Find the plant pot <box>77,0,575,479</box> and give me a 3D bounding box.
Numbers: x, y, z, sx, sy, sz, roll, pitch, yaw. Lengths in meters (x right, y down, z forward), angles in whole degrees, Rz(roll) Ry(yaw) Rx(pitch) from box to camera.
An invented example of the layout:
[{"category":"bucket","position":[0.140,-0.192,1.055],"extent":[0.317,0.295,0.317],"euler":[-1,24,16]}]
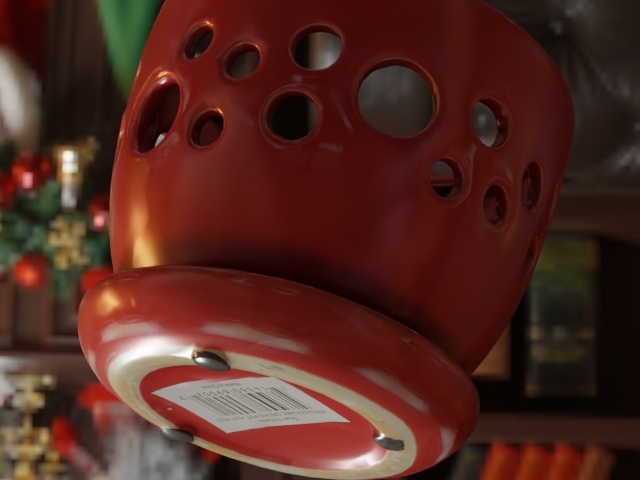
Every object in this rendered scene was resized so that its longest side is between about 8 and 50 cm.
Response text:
[{"category":"plant pot","position":[0.000,0.000,0.785],"extent":[0.191,0.174,0.191],"euler":[12,157,5]}]
